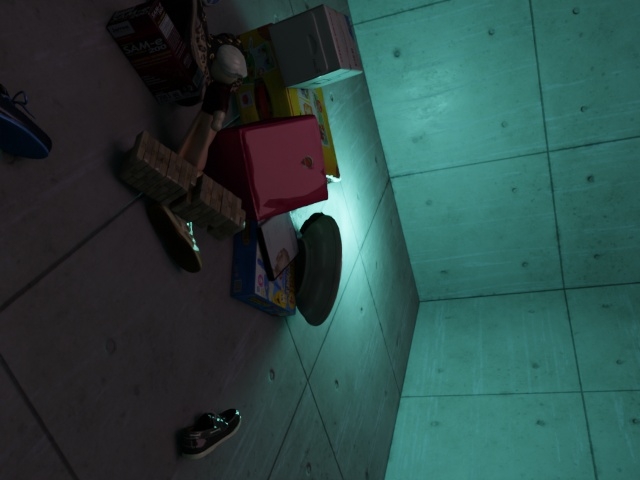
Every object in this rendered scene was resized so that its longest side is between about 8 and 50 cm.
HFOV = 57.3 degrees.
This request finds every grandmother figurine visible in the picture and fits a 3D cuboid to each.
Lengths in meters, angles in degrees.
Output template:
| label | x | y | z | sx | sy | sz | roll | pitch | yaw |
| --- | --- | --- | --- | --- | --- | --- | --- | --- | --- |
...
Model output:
| label | x | y | z | sx | sy | sz | roll | pitch | yaw |
| --- | --- | --- | --- | --- | --- | --- | --- | --- | --- |
| grandmother figurine | -0.280 | -0.330 | 1.500 | 0.103 | 0.208 | 0.343 | 13 | 109 | -33 |

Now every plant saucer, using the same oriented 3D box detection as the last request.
| label | x | y | z | sx | sy | sz | roll | pitch | yaw |
| --- | --- | --- | --- | --- | --- | --- | --- | --- | --- |
| plant saucer | -0.038 | 0.101 | 2.087 | 0.400 | 0.100 | 0.401 | -172 | -90 | -70 |

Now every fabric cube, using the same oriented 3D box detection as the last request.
| label | x | y | z | sx | sy | sz | roll | pitch | yaw |
| --- | --- | --- | --- | --- | --- | --- | --- | --- | --- |
| fabric cube | -0.166 | -0.212 | 1.681 | 0.258 | 0.259 | 0.254 | -19 | 107 | -36 |

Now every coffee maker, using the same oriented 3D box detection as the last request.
| label | x | y | z | sx | sy | sz | roll | pitch | yaw |
| --- | --- | --- | --- | --- | --- | --- | --- | --- | --- |
| coffee maker | 0.000 | 0.000 | 2.383 | 0.178 | 0.120 | 0.171 | 56 | 34 | -49 |

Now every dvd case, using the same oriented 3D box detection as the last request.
| label | x | y | z | sx | sy | sz | roll | pitch | yaw |
| --- | --- | --- | --- | --- | --- | --- | --- | --- | --- |
| dvd case | -0.134 | 0.003 | 1.919 | 0.253 | 0.022 | 0.181 | -49 | 128 | -64 |

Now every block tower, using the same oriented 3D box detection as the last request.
| label | x | y | z | sx | sy | sz | roll | pitch | yaw |
| --- | --- | --- | --- | --- | --- | --- | --- | --- | --- |
| block tower | -0.335 | -0.125 | 1.441 | 0.335 | 0.097 | 0.091 | 38 | 37 | -39 |

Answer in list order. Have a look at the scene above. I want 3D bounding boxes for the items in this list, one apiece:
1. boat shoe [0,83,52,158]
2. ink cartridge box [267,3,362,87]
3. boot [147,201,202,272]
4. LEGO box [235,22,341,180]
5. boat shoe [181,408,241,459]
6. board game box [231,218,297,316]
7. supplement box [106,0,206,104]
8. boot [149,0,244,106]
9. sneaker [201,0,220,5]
| label | x | y | z | sx | sy | sz | roll | pitch | yaw |
| --- | --- | --- | --- | --- | --- | --- | --- | --- | --- |
| boat shoe | -0.561 | -0.238 | 1.006 | 0.258 | 0.108 | 0.089 | 54 | 32 | -56 |
| ink cartridge box | -0.009 | -0.613 | 1.889 | 0.270 | 0.197 | 0.198 | -35 | 110 | -68 |
| boot | -0.347 | -0.038 | 1.534 | 0.213 | 0.077 | 0.165 | 63 | 27 | -25 |
| LEGO box | -0.119 | -0.438 | 2.056 | 0.372 | 0.193 | 0.501 | -1 | 78 | -69 |
| boat shoe | -0.279 | 0.485 | 1.529 | 0.233 | 0.083 | 0.079 | -16 | 99 | -66 |
| board game box | -0.177 | 0.069 | 1.938 | 0.302 | 0.086 | 0.309 | 40 | 47 | -61 |
| supplement box | -0.403 | -0.464 | 1.463 | 0.239 | 0.130 | 0.073 | 60 | 31 | -44 |
| boot | -0.336 | -0.579 | 1.667 | 0.284 | 0.138 | 0.378 | -37 | 122 | -65 |
| sneaker | -0.349 | -0.777 | 1.783 | 0.211 | 0.081 | 0.080 | -13 | 93 | -71 |
